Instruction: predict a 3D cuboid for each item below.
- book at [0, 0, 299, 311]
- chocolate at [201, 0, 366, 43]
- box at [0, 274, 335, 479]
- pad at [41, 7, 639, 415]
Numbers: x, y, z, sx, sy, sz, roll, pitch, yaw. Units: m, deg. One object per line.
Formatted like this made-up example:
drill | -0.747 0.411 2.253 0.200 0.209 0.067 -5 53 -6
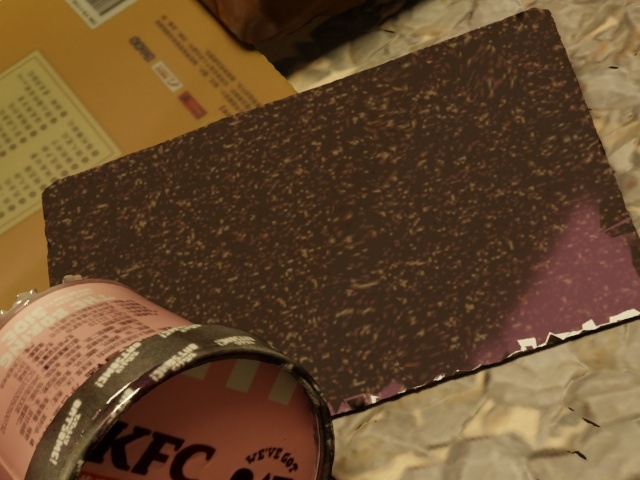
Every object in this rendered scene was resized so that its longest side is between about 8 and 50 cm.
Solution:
book | -0.221 -0.038 0.931 0.389 0.032 0.269 -35 54 -9
chocolate | 0.005 -0.221 0.958 0.214 0.093 0.148 -21 59 -24
box | -0.092 0.095 0.682 0.151 0.151 0.135 -43 41 -18
pad | 0.000 0.000 0.805 0.330 0.004 0.220 -18 54 9
